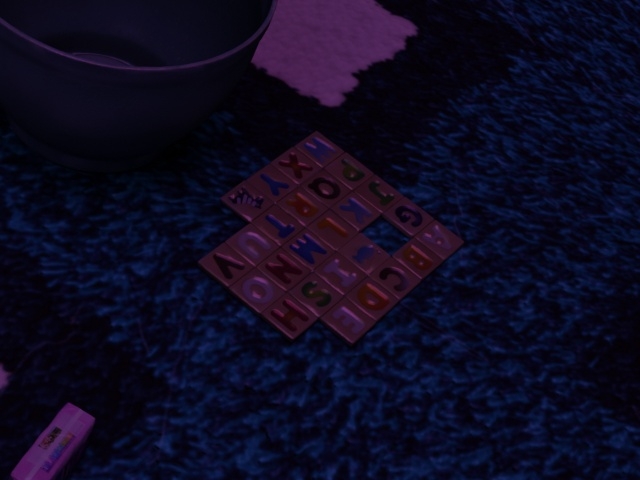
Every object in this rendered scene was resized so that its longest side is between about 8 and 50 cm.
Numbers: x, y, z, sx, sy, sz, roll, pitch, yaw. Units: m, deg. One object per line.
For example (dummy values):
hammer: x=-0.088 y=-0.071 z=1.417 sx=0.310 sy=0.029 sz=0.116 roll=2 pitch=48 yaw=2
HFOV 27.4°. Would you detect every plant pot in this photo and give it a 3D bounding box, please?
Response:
plant pot: x=-0.203 y=-0.189 z=1.239 sx=0.293 sy=0.196 sz=0.293 roll=10 pitch=46 yaw=-10

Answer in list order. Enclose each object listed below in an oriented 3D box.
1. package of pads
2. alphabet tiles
package of pads: x=-0.208 y=0.171 z=1.011 sx=0.032 sy=0.050 sz=0.083 roll=30 pitch=46 yaw=5
alphabet tiles: x=0.000 y=0.000 z=1.272 sx=0.198 sy=0.009 sz=0.237 roll=38 pitch=47 yaw=15
